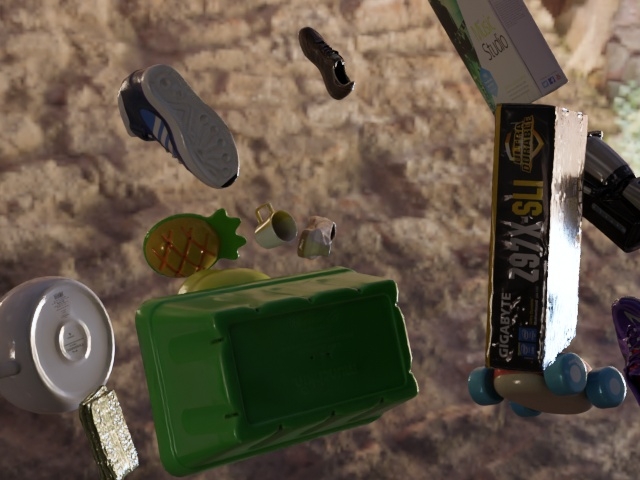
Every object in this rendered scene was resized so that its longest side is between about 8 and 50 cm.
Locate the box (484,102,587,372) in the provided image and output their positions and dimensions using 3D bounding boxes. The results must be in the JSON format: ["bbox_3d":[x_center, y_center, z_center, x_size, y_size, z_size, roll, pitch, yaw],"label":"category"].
[{"bbox_3d":[0.283,-0.011,1.235,0.079,0.322,0.257,4,-173,22],"label":"box"}]

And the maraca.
[{"bbox_3d":[-0.228,0.005,1.731,0.186,0.127,0.099,-15,-150,-3],"label":"maraca"}]

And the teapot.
[{"bbox_3d":[-0.496,0.187,1.645,0.187,0.256,0.252,-11,-126,26],"label":"teapot"}]

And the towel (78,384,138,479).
[{"bbox_3d":[-0.336,0.309,1.510,0.027,0.148,0.110,-19,-176,13],"label":"towel"}]

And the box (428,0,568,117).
[{"bbox_3d":[0.264,-0.362,1.560,0.058,0.322,0.232,-29,-179,-8],"label":"box"}]

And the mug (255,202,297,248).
[{"bbox_3d":[-0.085,-0.022,1.715,0.062,0.078,0.064,17,149,-37],"label":"mug"}]

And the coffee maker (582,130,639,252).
[{"bbox_3d":[0.474,-0.066,1.554,0.120,0.171,0.178,-35,-124,-12],"label":"coffee maker"}]

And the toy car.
[{"bbox_3d":[0.410,0.184,1.734,0.210,0.238,0.219,20,156,-32],"label":"toy car"}]

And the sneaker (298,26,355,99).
[{"bbox_3d":[0.021,-0.416,2.181,0.066,0.188,0.071,-31,180,-38],"label":"sneaker"}]

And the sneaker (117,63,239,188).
[{"bbox_3d":[-0.338,-0.249,2.193,0.130,0.323,0.236,-44,-162,-28],"label":"sneaker"}]

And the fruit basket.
[{"bbox_3d":[-0.093,0.163,1.387,0.392,0.283,0.392,-11,175,-1],"label":"fruit basket"}]

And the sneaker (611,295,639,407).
[{"bbox_3d":[0.452,0.160,1.345,0.068,0.170,0.071,-24,169,37],"label":"sneaker"}]

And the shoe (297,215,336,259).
[{"bbox_3d":[0.000,0.000,1.817,0.058,0.076,0.219,8,-169,6],"label":"shoe"}]
